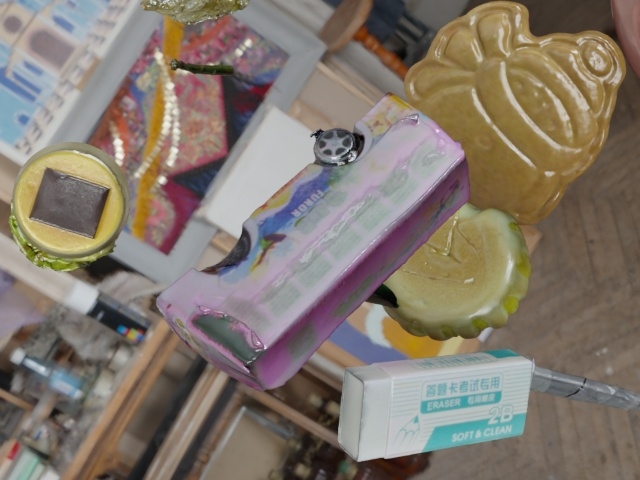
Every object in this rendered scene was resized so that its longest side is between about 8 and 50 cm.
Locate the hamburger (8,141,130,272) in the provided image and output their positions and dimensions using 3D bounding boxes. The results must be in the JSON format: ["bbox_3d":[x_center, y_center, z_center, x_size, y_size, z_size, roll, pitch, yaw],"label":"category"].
[{"bbox_3d":[-0.269,-0.035,0.988,0.081,0.126,0.141,-167,79,-77],"label":"hamburger"}]

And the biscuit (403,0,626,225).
[{"bbox_3d":[0.281,-0.197,1.400,0.351,0.312,0.057,-52,-4,32],"label":"biscuit"}]

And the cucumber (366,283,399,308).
[{"bbox_3d":[0.043,0.055,1.121,0.036,0.184,0.033,-32,60,20],"label":"cucumber"}]

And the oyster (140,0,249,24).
[{"bbox_3d":[-0.158,-0.350,1.242,0.045,0.146,0.122,109,173,-86],"label":"oyster"}]

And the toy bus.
[{"bbox_3d":[0.000,0.000,0.766,0.274,0.090,0.112,-44,59,-14],"label":"toy bus"}]

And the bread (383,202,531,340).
[{"bbox_3d":[0.176,0.044,1.231,0.213,0.105,0.213,-9,61,17],"label":"bread"}]

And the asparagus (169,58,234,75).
[{"bbox_3d":[-0.158,-0.230,1.227,0.015,0.127,0.018,26,109,26],"label":"asparagus"}]

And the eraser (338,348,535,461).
[{"bbox_3d":[0.132,0.180,1.024,0.052,0.225,0.096,28,117,59],"label":"eraser"}]

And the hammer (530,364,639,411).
[{"bbox_3d":[0.421,0.206,1.204,0.152,0.426,0.044,116,166,-48],"label":"hammer"}]

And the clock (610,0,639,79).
[{"bbox_3d":[0.414,-0.230,1.005,0.142,0.227,0.241,-21,25,13],"label":"clock"}]
